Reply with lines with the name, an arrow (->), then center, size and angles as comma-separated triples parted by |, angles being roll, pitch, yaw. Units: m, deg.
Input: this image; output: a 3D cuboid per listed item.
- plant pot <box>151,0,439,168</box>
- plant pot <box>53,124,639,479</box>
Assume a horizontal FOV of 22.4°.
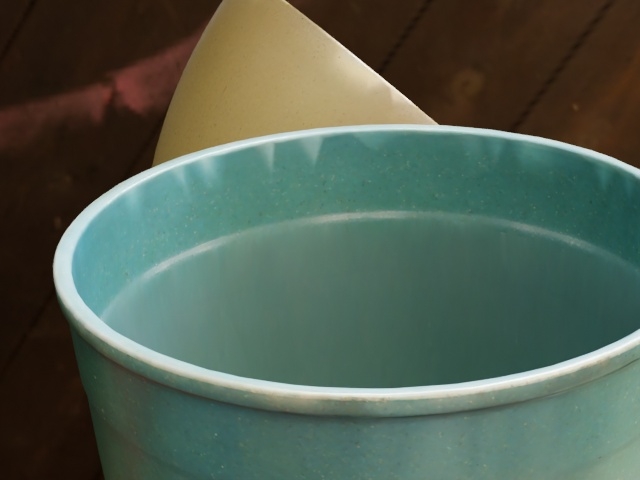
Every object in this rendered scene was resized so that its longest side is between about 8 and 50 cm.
plant pot -> 0.000, 0.000, 0.998 | 0.191, 0.284, 0.284 | -49, -56, 3
plant pot -> 0.028, 0.112, 0.729 | 0.272, 0.271, 0.255 | -7, -65, -10
